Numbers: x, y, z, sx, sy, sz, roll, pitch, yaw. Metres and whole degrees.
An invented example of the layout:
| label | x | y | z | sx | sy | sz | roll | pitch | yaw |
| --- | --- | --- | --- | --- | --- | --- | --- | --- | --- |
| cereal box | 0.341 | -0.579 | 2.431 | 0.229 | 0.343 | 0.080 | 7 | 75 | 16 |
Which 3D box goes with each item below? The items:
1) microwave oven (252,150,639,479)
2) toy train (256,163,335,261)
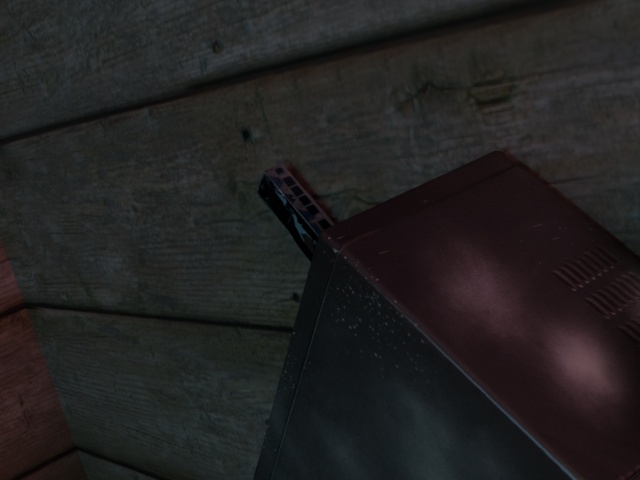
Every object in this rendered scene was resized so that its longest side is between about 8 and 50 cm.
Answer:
| label | x | y | z | sx | sy | sz | roll | pitch | yaw |
| --- | --- | --- | --- | --- | --- | --- | --- | --- | --- |
| microwave oven | 0.143 | 0.201 | 0.969 | 0.374 | 0.236 | 0.432 | 45 | 141 | 27 |
| toy train | 0.000 | 0.000 | 1.203 | 0.207 | 0.047 | 0.043 | 51 | 144 | 18 |
